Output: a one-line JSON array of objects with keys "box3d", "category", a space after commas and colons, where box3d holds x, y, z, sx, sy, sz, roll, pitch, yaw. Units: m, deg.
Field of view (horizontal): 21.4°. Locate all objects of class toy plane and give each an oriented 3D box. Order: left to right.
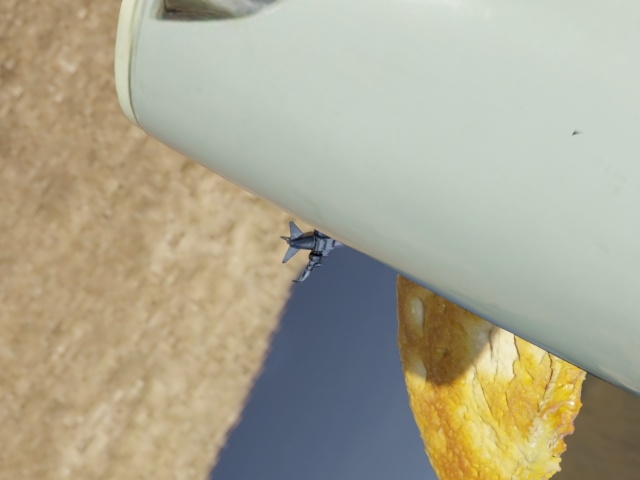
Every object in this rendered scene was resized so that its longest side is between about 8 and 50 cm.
[{"box3d": [0.000, 0.000, 1.463, 0.083, 0.031, 0.078, -2, 112, -41], "category": "toy plane"}]

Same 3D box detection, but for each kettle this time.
[{"box3d": [0.064, -0.050, 0.622, 0.160, 0.243, 0.210, -68, 164, 3], "category": "kettle"}]

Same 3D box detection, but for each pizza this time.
[{"box3d": [0.154, 0.110, 1.428, 0.086, 0.226, 0.335, -11, 91, -35], "category": "pizza"}]
